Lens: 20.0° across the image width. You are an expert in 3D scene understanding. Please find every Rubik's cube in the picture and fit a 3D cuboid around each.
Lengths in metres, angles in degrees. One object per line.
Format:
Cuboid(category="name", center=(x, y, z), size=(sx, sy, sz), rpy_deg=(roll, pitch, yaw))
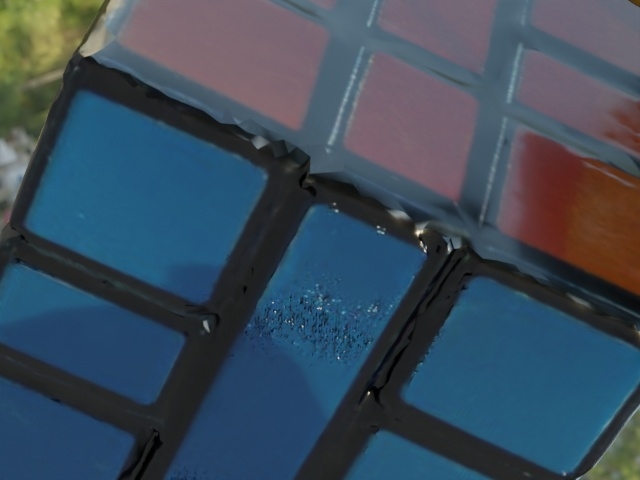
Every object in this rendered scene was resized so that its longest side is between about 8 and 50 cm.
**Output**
Cuboid(category="Rubik's cube", center=(0.000, 0.000, 0.893), size=(0.288, 0.283, 0.293), rpy_deg=(-62, -176, 40))

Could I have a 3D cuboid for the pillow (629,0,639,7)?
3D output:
Cuboid(category="pillow", center=(0.334, -0.117, 0.747), size=(0.312, 0.310, 0.119), rpy_deg=(43, 27, 3))
